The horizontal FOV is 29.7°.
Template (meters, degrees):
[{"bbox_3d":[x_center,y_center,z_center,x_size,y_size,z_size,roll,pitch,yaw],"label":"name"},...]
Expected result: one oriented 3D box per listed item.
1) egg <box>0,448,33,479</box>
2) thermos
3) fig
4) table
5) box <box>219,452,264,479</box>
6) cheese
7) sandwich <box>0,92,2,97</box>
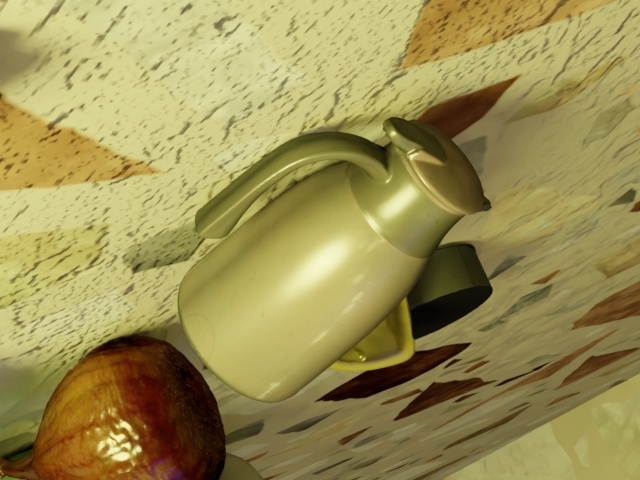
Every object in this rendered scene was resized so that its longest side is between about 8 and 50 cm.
[{"bbox_3d":[-0.219,0.288,1.059,0.220,0.220,0.269,-26,174,5],"label":"egg"},{"bbox_3d":[0.000,0.000,0.714,0.137,0.105,0.193,29,128,-30],"label":"thermos"},{"bbox_3d":[-0.175,0.149,0.877,0.201,0.134,0.146,-16,154,4],"label":"fig"},{"bbox_3d":[0.082,0.052,1.055,0.133,0.043,0.133,-21,163,-7],"label":"table"},{"bbox_3d":[-0.165,0.375,1.307,0.288,0.141,0.349,-35,-164,-5],"label":"box"},{"bbox_3d":[-0.008,0.071,0.967,0.162,0.086,0.036,-10,-159,0],"label":"cheese"},{"bbox_3d":[-0.168,-0.050,0.442,0.101,0.026,0.069,-28,159,3],"label":"sandwich"}]
